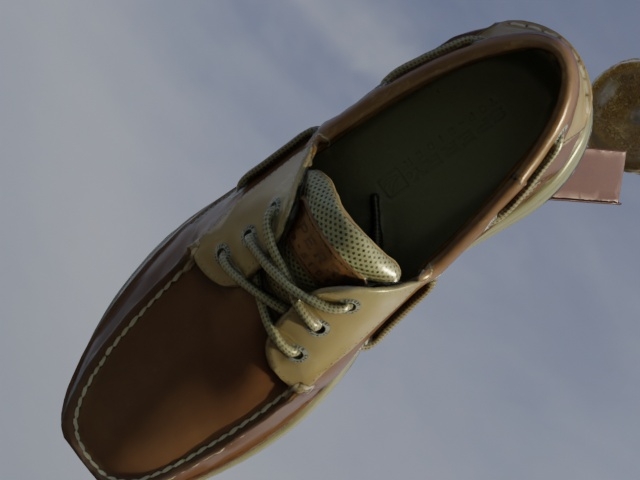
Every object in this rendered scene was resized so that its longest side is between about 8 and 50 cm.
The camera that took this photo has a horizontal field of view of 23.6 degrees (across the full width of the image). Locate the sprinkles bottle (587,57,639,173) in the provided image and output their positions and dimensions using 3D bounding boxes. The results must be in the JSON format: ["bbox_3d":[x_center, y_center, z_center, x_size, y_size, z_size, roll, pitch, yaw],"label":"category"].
[{"bbox_3d":[0.394,-0.122,1.709,0.121,0.121,0.355,44,16,19],"label":"sprinkles bottle"}]

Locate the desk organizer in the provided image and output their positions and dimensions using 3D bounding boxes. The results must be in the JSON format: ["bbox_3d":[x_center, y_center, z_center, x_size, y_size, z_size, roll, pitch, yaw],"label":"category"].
[{"bbox_3d":[0.209,-0.063,1.373,0.047,0.130,0.050,20,-75,59],"label":"desk organizer"}]

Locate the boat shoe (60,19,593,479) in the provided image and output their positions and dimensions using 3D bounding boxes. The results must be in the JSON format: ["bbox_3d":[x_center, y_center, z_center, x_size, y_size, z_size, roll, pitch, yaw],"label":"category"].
[{"bbox_3d":[0.000,0.000,0.761,0.122,0.324,0.120,47,-1,5],"label":"boat shoe"}]
